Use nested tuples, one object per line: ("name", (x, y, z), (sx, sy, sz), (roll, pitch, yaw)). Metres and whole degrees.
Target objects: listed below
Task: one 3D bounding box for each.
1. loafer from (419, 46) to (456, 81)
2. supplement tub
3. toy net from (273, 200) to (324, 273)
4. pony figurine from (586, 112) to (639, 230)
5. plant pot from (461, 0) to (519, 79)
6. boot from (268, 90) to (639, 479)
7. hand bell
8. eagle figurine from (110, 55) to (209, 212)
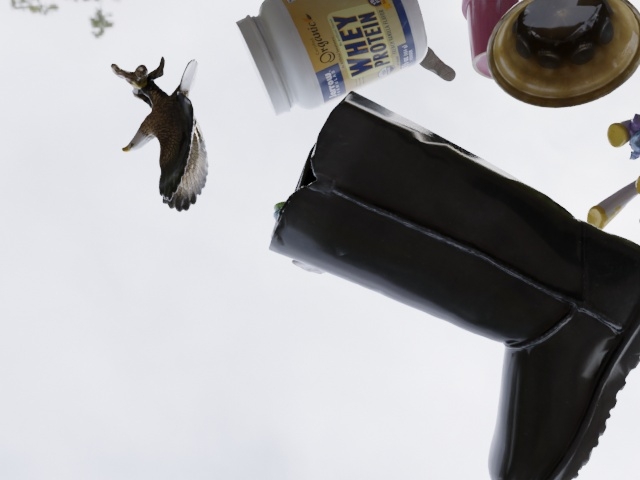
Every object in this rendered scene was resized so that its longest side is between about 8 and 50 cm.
("loafer", (0.262, -0.416, 1.825), (0.125, 0.045, 0.039), (38, -165, -7))
("supplement tub", (0.020, -0.386, 1.482), (0.316, 0.228, 0.228), (-24, -125, -1))
("toy net", (0.000, 0.000, 1.243), (0.122, 0.232, 0.045), (0, -110, 9))
("pony figurine", (0.670, -0.191, 1.418), (0.363, 0.351, 0.303), (-24, -137, -26))
("plant pot", (0.381, -0.434, 1.586), (0.201, 0.201, 0.180), (10, -104, 0))
("boot", (0.140, 0.081, 0.925), (0.445, 0.367, 0.146), (25, -173, -8))
("hand bell", (0.215, -0.249, 0.706), (0.126, 0.126, 0.242), (10, -126, -1))
("eagle figurine", (-0.327, -0.229, 1.688), (0.226, 0.225, 0.298), (-25, -100, -49))
